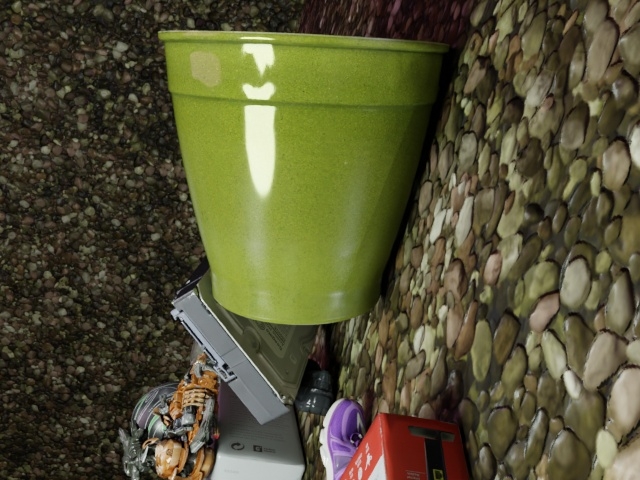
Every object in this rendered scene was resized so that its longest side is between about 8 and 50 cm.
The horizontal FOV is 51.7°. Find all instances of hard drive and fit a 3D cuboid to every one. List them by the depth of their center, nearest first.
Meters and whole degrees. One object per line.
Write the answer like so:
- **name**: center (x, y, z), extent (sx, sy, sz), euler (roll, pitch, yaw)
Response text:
- **hard drive**: center (-0.102, 0.108, 1.091), extent (0.064, 0.237, 0.339), euler (-32, 13, 21)

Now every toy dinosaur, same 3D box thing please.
- **toy dinosaur**: center (-0.250, 0.361, 1.134), extent (0.218, 0.164, 0.322), euler (-30, 24, 52)

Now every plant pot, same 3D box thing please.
- **plant pot**: center (-0.025, -0.088, 0.890), extent (0.366, 0.366, 0.353), euler (-118, 29, -73)

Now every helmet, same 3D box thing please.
- **helmet**: center (-0.322, 0.387, 1.428), extent (0.169, 0.169, 0.162), euler (179, 85, -78)

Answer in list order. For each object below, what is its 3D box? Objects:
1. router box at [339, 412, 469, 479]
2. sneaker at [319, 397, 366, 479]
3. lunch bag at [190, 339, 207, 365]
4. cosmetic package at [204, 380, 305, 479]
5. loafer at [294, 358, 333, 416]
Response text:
- **router box**: center (0.048, 0.377, 0.596), extent (0.301, 0.082, 0.336), euler (-91, 17, -49)
- **sneaker**: center (0.044, 0.279, 0.818), extent (0.071, 0.068, 0.170), euler (-33, 47, 46)
- **lunch bag**: center (-0.208, 0.183, 1.646), extent (0.287, 0.169, 0.235), euler (-51, -9, -39)
- **cosmetic package**: center (-0.157, 0.417, 1.361), extent (0.453, 0.161, 0.230), euler (-117, 40, -71)
- **loafer**: center (-0.025, 0.242, 1.134), extent (0.223, 0.076, 0.078), euler (170, 117, -73)
